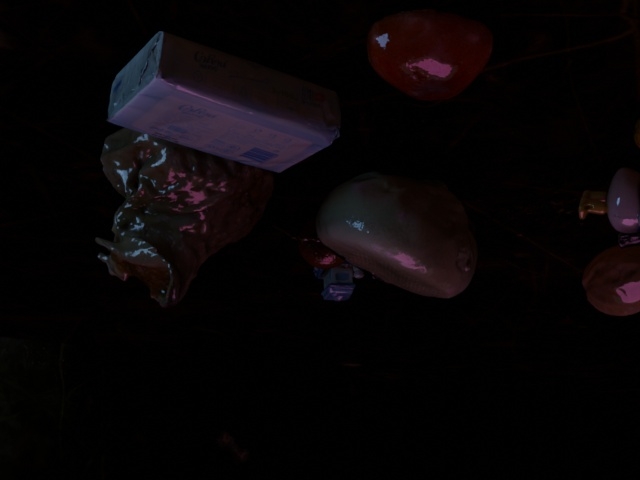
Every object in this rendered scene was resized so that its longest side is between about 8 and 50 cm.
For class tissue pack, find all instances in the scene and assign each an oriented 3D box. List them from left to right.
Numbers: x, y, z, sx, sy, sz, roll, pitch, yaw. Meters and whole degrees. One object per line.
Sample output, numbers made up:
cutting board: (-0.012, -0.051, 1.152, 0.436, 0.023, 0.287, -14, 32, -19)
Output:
tissue pack: (-0.126, -0.176, 1.295, 0.263, 0.089, 0.177, 16, 158, -29)

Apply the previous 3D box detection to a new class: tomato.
tomato: (0.125, -0.208, 1.167, 0.155, 0.069, 0.155, 4, 163, 1)

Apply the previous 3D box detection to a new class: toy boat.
toy boat: (0.046, 0.060, 2.020, 0.109, 0.098, 0.238, 4, 163, -11)

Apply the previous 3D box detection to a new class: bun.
bun: (0.135, -0.027, 1.613, 0.283, 0.179, 0.283, 23, 170, 4)

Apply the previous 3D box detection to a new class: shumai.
shumai: (-0.206, -0.015, 1.548, 0.267, 0.262, 0.314, -7, 162, 32)

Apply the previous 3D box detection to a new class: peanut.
peanut: (0.627, 0.059, 1.839, 0.313, 0.149, 0.149, -13, 157, 42)

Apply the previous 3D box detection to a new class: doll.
doll: (0.543, -0.060, 1.494, 0.293, 0.119, 0.138, -3, -155, 23)

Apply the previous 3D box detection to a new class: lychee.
lychee: (0.003, 0.004, 1.812, 0.114, 0.101, 0.140, 1, -165, 31)

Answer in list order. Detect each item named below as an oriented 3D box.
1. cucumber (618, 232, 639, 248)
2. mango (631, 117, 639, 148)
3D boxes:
cucumber: (0.623, -0.022, 1.700, 0.214, 0.058, 0.052, -5, 155, 19)
mango: (0.474, -0.144, 1.334, 0.114, 0.057, 0.079, 2, 161, -25)
